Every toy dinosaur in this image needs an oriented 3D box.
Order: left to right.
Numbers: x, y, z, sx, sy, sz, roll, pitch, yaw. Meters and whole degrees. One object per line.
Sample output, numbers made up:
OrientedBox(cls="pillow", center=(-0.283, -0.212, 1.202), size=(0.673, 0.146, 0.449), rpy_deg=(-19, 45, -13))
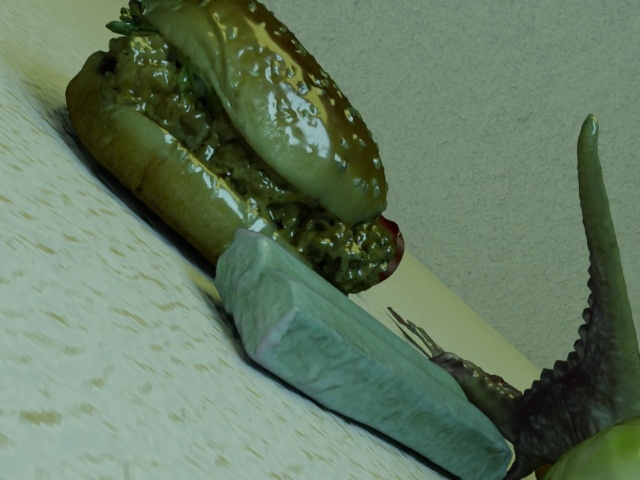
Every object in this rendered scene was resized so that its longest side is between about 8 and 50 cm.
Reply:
OrientedBox(cls="toy dinosaur", center=(0.137, 0.125, 0.955), size=(0.220, 0.032, 0.108), rpy_deg=(34, 2, 41))
OrientedBox(cls="toy dinosaur", center=(0.150, 0.082, 0.566), size=(0.200, 0.072, 0.251), rpy_deg=(45, -30, 10))

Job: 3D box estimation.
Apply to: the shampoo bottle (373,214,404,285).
OrientedBox(cls="shampoo bottle", center=(-0.036, -0.057, 0.874), size=(0.314, 0.076, 0.118), rpy_deg=(38, 4, -41))

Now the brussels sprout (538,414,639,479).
OrientedBox(cls="brussels sprout", center=(0.165, 0.141, 0.440), size=(0.183, 0.145, 0.131), rpy_deg=(-4, 62, -29))

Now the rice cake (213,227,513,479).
OrientedBox(cls="rice cake", center=(0.027, 0.067, 0.519), size=(0.226, 0.040, 0.085), rpy_deg=(38, 8, -46))

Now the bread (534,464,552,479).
OrientedBox(cls="bread", center=(0.278, 0.210, 0.723), size=(0.227, 0.142, 0.253), rpy_deg=(47, 9, 28))

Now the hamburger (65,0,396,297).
OrientedBox(cls="hamburger", center=(-0.041, -0.057, 0.584), size=(0.215, 0.122, 0.189), rpy_deg=(44, 3, -5))
